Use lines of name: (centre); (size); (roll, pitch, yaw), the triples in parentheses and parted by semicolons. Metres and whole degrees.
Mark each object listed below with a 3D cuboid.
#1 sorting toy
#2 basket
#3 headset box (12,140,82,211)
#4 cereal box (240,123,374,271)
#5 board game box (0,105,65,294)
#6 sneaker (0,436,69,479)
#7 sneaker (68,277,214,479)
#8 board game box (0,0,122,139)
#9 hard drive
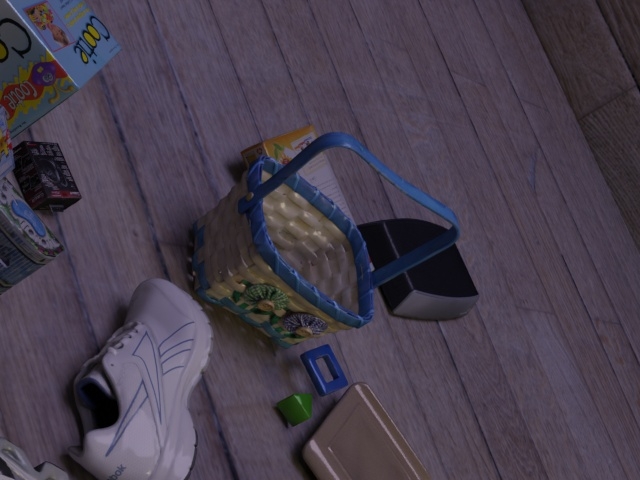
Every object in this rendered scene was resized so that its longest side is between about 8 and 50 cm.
sorting toy: (0.056, 0.302, 1.939); (0.347, 0.047, 0.196); (56, 31, -5)
basket: (0.000, 0.000, 1.881); (0.255, 0.289, 0.201); (34, 30, -35)
headset box: (-0.315, -0.070, 1.703); (0.062, 0.032, 0.083); (-3, 66, -60)
cereal box: (-0.015, -0.039, 2.142); (0.173, 0.047, 0.240); (-27, 94, -63)
board game box: (-0.348, -0.031, 1.421); (0.194, 0.194, 0.060); (52, 27, -12)
sneaker: (-0.328, 0.225, 1.264); (0.330, 0.122, 0.146); (36, 32, -37)
sneaker: (-0.196, 0.144, 1.604); (0.129, 0.111, 0.297); (35, 33, -29)
board game box: (-0.381, -0.265, 1.671); (0.275, 0.142, 0.144); (52, 27, -13)
hard drive: (0.164, 0.042, 2.388); (0.255, 0.054, 0.172); (7, 56, -58)
